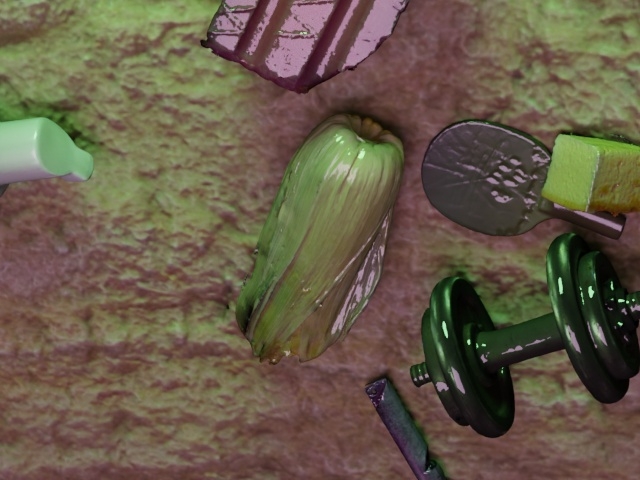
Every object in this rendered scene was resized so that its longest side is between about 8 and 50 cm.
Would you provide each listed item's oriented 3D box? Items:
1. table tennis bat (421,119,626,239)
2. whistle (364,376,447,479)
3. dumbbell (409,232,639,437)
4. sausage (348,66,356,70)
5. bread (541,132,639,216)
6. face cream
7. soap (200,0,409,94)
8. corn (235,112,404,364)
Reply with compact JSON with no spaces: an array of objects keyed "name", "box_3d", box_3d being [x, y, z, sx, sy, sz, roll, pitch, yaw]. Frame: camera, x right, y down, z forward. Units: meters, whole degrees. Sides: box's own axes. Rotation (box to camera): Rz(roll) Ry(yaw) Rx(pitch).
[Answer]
[{"name":"table tennis bat","box_3d":[0.225,-0.054,1.892,0.234,0.022,0.131,22,117,3]},{"name":"whistle","box_3d":[0.107,0.240,2.059,0.033,0.033,0.176,-23,110,22]},{"name":"dumbbell","box_3d":[0.231,0.107,1.875,0.290,0.192,0.192,-19,111,21]},{"name":"sausage","box_3d":[-0.021,-0.261,1.835,0.028,0.025,0.198,-28,108,26]},{"name":"bread","box_3d":[0.313,-0.074,1.852,0.109,0.080,0.084,0,106,-30]},{"name":"face cream","box_3d":[-0.449,-0.091,1.949,0.369,0.145,0.145,-8,115,15]},{"name":"soap","box_3d":[0.015,-0.294,1.744,0.182,0.112,0.289,24,112,-6]},{"name":"corn","box_3d":[-0.001,0.002,1.906,0.123,0.122,0.305,-4,127,-37]}]
